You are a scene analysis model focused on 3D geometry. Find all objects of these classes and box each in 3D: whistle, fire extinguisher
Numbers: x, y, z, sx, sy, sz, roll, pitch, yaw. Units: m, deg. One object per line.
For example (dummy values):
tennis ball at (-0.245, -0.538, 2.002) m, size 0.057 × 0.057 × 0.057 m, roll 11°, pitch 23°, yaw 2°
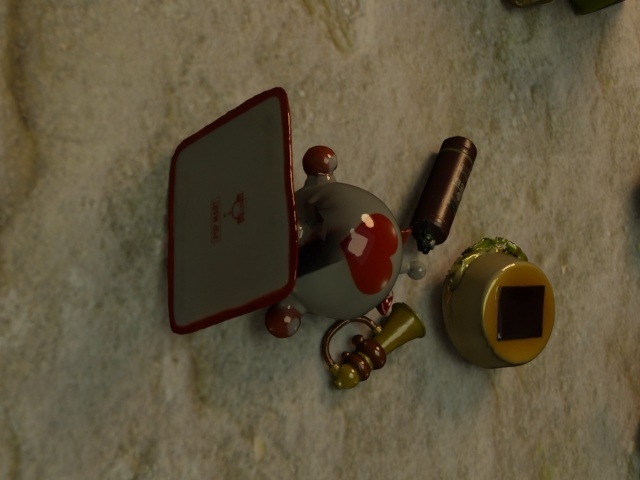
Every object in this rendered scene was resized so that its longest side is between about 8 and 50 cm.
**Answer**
whistle at (0.049, 0.101, 0.788) m, size 0.109 × 0.046 × 0.057 m, roll -32°, pitch 112°, yaw -27°
fire extinguisher at (0.129, -0.043, 0.853) m, size 0.064 × 0.043 × 0.158 m, roll 80°, pitch 30°, yaw -51°

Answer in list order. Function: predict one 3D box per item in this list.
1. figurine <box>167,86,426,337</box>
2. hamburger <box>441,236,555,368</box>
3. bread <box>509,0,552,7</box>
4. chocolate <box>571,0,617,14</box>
figurine at (0.000, 0.000, 0.728) m, size 0.226 × 0.160 × 0.183 m, roll 17°, pitch 62°, yaw -42°
hamburger at (0.188, 0.068, 0.858) m, size 0.126 × 0.081 × 0.141 m, roll -19°, pitch 103°, yaw -31°
bread at (0.267, -0.321, 1.015) m, size 0.088 × 0.034 × 0.049 m, roll -22°, pitch 78°, yaw -37°
chocolate at (0.383, -0.445, 0.963) m, size 0.137 × 0.301 × 0.289 m, roll -35°, pitch 99°, yaw -18°
